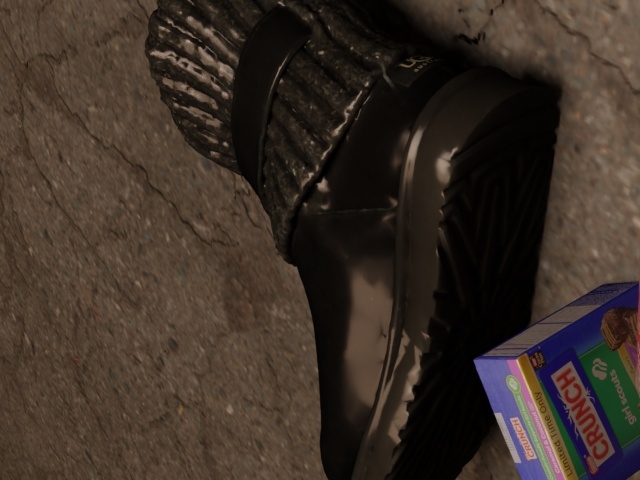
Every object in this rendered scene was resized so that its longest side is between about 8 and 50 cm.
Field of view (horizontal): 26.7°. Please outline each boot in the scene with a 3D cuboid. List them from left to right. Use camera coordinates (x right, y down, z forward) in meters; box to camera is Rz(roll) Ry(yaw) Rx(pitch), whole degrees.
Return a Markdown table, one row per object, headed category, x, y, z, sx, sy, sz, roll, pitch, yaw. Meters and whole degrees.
| category | x | y | z | sx | sy | sz | roll | pitch | yaw |
| --- | --- | --- | --- | --- | --- | --- | --- | --- | --- |
| boot | 0.003 | -0.002 | 0.867 | 0.260 | 0.131 | 0.348 | 30 | 125 | 33 |

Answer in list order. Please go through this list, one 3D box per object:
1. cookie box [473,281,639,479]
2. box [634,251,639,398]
| category | x | y | z | sx | sy | sz | roll | pitch | yaw |
| --- | --- | --- | --- | --- | --- | --- | --- | --- | --- |
| cookie box | 0.148 | 0.084 | 0.739 | 0.040 | 0.107 | 0.092 | -13 | 101 | 59 |
| box | 0.206 | 0.075 | 0.467 | 0.300 | 0.142 | 0.154 | -88 | -6 | -60 |
